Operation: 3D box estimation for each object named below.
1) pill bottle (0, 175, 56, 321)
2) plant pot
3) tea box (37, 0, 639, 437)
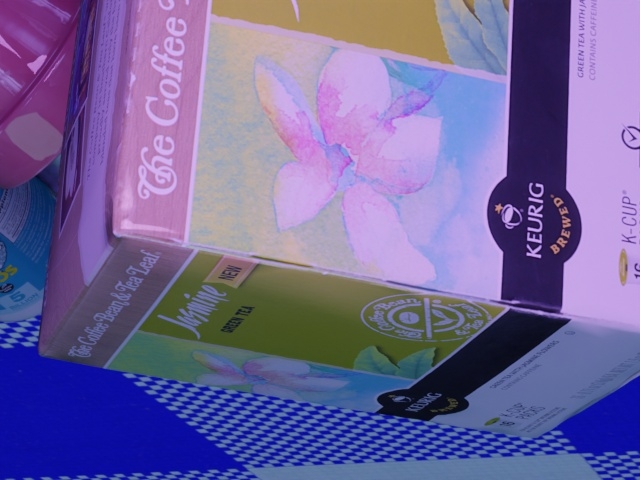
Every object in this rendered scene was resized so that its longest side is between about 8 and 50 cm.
[{"bbox_3d":[-0.350,-0.031,1.948,0.146,0.146,0.264,-5,154,22],"label":"pill bottle"},{"bbox_3d":[-0.270,-0.169,1.589,0.180,0.201,0.201,36,144,-25],"label":"plant pot"},{"bbox_3d":[0.026,-0.089,1.147,0.323,0.329,0.220,9,158,-15],"label":"tea box"}]
